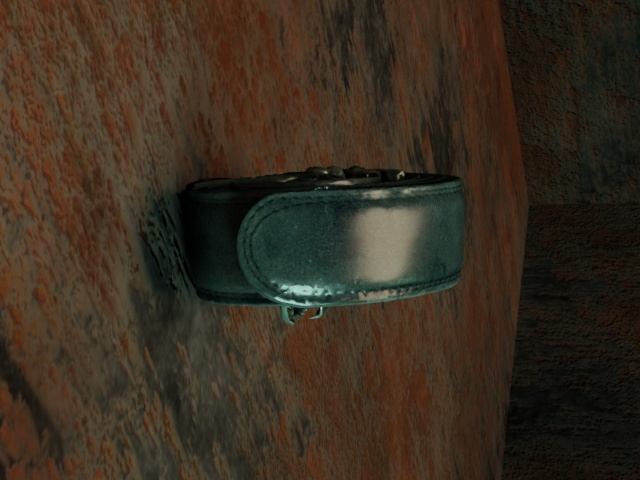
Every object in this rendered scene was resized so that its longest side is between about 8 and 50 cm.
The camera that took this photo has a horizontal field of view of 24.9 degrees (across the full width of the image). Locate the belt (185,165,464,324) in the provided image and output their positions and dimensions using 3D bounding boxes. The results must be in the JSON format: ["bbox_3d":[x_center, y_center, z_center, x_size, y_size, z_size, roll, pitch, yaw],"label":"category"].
[{"bbox_3d":[0.000,0.000,1.121,0.267,0.206,0.116,-13,103,-62],"label":"belt"}]
